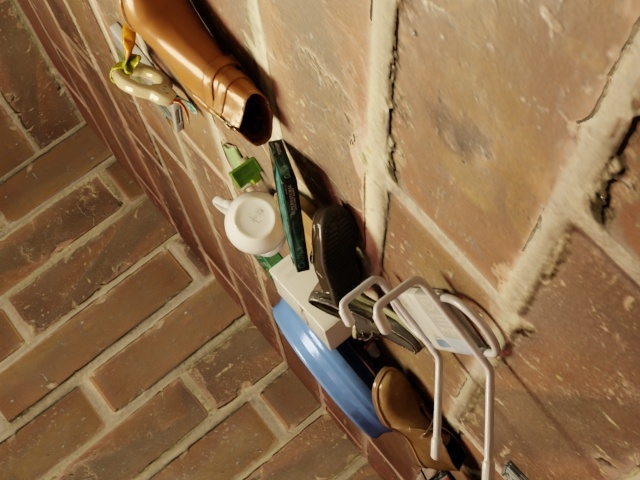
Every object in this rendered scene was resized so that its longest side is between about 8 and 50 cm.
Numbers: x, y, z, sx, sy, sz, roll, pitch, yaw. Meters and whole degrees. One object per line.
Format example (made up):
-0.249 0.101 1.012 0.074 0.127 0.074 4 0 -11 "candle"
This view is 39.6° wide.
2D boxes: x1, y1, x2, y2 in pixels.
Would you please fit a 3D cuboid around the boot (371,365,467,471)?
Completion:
0.207 0.365 1.804 0.115 0.112 0.305 7 142 45 "boot"

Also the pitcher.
-0.150 -0.044 1.798 0.177 0.125 0.207 32 174 2 "pitcher"

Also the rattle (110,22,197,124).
-0.326 -0.349 1.830 0.199 0.143 0.130 32 -166 17 "rattle"

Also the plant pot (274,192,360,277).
0.000 0.000 1.623 0.236 0.032 0.236 50 168 15 "plant pot"

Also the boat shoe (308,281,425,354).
0.078 0.140 1.549 0.223 0.073 0.080 33 163 16 "boat shoe"

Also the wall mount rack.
0.167 0.192 1.326 0.304 0.130 0.350 53 169 -6 "wall mount rack"

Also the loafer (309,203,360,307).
0.010 0.021 1.454 0.078 0.080 0.220 34 147 33 "loafer"

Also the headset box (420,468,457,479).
0.294 0.608 1.864 0.293 0.110 0.218 53 180 13 "headset box"

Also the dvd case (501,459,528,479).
0.371 0.449 1.585 0.119 0.013 0.087 48 167 23 "dvd case"

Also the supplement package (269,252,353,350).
-0.002 0.109 1.763 0.179 0.105 0.105 45 165 27 "supplement package"

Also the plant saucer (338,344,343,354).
0.028 0.250 2.237 0.168 0.029 0.168 49 167 16 "plant saucer"

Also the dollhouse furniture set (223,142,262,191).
-0.169 -0.142 1.773 0.076 0.058 0.151 58 166 -25 "dollhouse furniture set"

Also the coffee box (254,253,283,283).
-0.117 0.060 2.195 0.184 0.040 0.113 54 168 -10 "coffee box"

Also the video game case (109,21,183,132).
-0.395 -0.368 2.038 0.227 0.026 0.206 50 168 5 "video game case"

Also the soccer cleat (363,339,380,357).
0.112 0.232 1.888 0.035 0.029 0.083 40 169 12 "soccer cleat"

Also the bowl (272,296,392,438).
0.034 0.271 1.959 0.391 0.077 0.391 51 -178 -2 "bowl"

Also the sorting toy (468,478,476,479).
0.416 0.617 1.855 0.307 0.041 0.229 51 169 21 "sorting toy"

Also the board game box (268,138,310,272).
-0.052 -0.057 1.465 0.126 0.026 0.186 -111 10 -51 "board game box"

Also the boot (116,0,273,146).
-0.180 -0.268 1.330 0.220 0.109 0.283 47 169 29 "boot"
